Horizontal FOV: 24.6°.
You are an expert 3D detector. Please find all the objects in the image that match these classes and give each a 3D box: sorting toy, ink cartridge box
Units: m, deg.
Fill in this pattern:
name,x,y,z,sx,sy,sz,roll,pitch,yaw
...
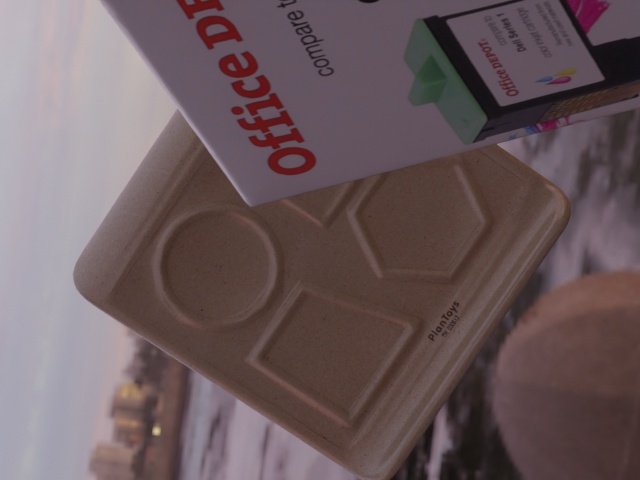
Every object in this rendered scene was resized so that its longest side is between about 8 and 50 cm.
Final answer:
name,x,y,z,sx,sy,sz,roll,pitch,yaw
sorting toy,0.000,0.000,0.797,0.193,0.208,0.038,-56,1,3
ink cartridge box,0.065,-0.133,0.460,0.201,0.278,0.117,56,-157,-56
